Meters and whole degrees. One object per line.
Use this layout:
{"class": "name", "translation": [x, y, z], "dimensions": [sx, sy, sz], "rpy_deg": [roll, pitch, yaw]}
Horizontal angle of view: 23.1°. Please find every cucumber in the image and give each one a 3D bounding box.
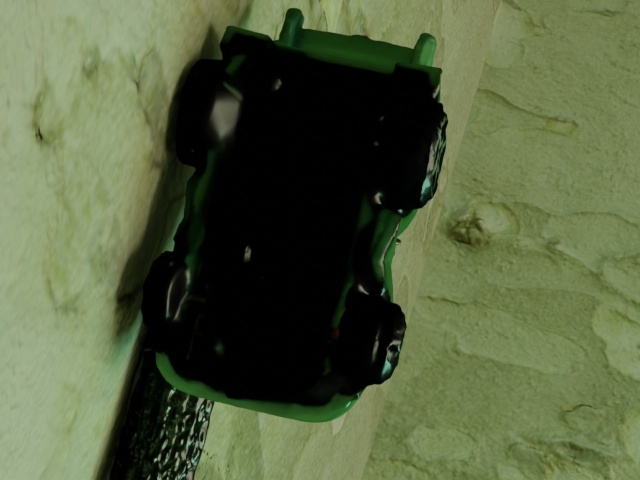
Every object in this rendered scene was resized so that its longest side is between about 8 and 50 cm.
{"class": "cucumber", "translation": [-0.134, 0.164, 1.340], "dimensions": [0.077, 0.077, 0.265], "rpy_deg": [62, 44, -76]}

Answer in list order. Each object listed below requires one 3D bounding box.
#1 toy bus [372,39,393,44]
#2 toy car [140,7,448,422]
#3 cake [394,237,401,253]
{"class": "toy bus", "translation": [0.057, -0.200, 1.986], "dimensions": [0.166, 0.047, 0.065], "rpy_deg": [-62, 159, -59]}
{"class": "toy car", "translation": [-0.012, -0.032, 1.306], "dimensions": [0.176, 0.213, 0.358], "rpy_deg": [50, 51, -79]}
{"class": "cake", "translation": [0.000, 0.000, 1.649], "dimensions": [0.134, 0.147, 0.135], "rpy_deg": [77, 29, -67]}
